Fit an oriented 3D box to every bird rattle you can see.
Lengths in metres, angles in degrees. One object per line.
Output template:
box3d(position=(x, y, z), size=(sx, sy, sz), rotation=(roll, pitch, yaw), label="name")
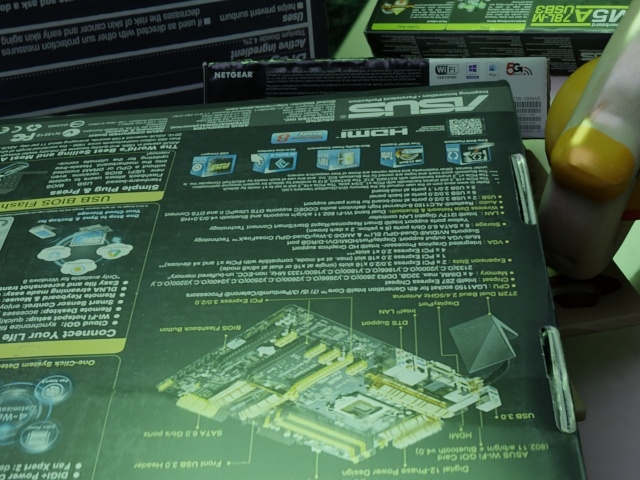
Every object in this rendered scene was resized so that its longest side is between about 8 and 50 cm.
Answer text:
box3d(position=(0.157, -0.077, 0.586), size=(0.143, 0.253, 0.207), rotation=(32, 75, 9), label="bird rattle")

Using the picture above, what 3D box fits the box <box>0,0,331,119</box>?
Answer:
box3d(position=(-0.163, -0.226, 0.742), size=(0.296, 0.294, 0.183), rotation=(-12, 26, -17), label="box")

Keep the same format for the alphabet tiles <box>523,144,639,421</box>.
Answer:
box3d(position=(0.000, 0.000, 0.657), size=(0.285, 0.011, 0.342), rotation=(-9, 34, -9), label="alphabet tiles")

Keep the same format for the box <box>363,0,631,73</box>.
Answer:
box3d(position=(0.147, -0.194, 0.820), size=(0.190, 0.045, 0.184), rotation=(5, 58, 27), label="box")

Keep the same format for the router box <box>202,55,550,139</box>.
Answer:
box3d(position=(0.032, -0.078, 0.670), size=(0.179, 0.133, 0.046), rotation=(0, 95, 4), label="router box")

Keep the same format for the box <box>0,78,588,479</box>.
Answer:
box3d(position=(-0.102, 0.054, 0.490), size=(0.395, 0.097, 0.318), rotation=(-4, 33, 4), label="box")
